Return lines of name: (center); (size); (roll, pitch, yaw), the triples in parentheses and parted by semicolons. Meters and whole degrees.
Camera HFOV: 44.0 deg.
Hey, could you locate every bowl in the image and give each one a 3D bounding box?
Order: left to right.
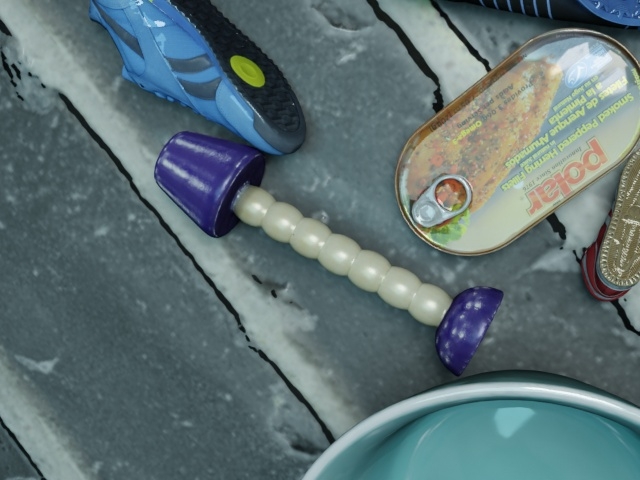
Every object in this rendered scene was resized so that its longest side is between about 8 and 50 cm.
bowl: (0.135, 0.212, 0.531); (0.311, 0.163, 0.312); (3, 103, 14)

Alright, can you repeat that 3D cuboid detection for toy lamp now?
toy lamp: (0.000, 0.000, 0.595); (0.274, 0.080, 0.080); (29, 105, 8)

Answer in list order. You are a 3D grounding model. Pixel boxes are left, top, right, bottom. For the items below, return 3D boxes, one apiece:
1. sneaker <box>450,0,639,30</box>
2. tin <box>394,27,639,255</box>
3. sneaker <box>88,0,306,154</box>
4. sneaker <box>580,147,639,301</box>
sneaker: (0.141, -0.192, 0.530); (0.232, 0.090, 0.082); (12, 101, -7)
tin: (0.141, -0.067, 0.565); (0.189, 0.040, 0.106); (-37, 82, 18)
sneaker: (-0.099, -0.132, 0.615); (0.209, 0.069, 0.082); (46, 122, 5)
sneaker: (0.217, -0.012, 0.552); (0.042, 0.067, 0.119); (25, 74, 14)
